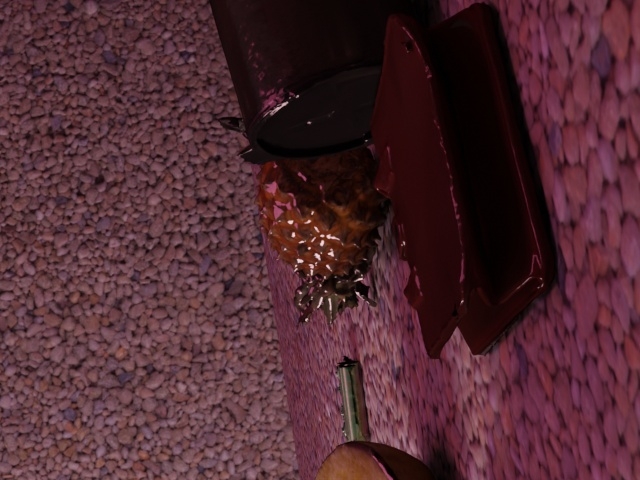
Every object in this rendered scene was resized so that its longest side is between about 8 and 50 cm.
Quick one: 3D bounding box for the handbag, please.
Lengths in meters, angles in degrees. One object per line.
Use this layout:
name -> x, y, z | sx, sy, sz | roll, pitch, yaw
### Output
handbag -> 0.111, -0.040, 1.049 | 0.275, 0.084, 0.260 | 106, 152, -74

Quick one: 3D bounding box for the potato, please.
potato -> 0.095, 0.358, 1.450 | 0.239, 0.116, 0.299 | 57, 149, 36

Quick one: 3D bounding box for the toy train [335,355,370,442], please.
toy train -> 0.050, 0.260, 1.954 | 0.071, 0.038, 0.147 | -174, 77, -79

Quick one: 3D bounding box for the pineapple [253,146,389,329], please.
pineapple -> 0.000, 0.000, 1.581 | 0.361, 0.175, 0.175 | 95, 165, -58

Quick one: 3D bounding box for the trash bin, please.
trash bin -> -0.013, -0.256, 1.219 | 0.203, 0.252, 0.301 | 16, -125, -60
